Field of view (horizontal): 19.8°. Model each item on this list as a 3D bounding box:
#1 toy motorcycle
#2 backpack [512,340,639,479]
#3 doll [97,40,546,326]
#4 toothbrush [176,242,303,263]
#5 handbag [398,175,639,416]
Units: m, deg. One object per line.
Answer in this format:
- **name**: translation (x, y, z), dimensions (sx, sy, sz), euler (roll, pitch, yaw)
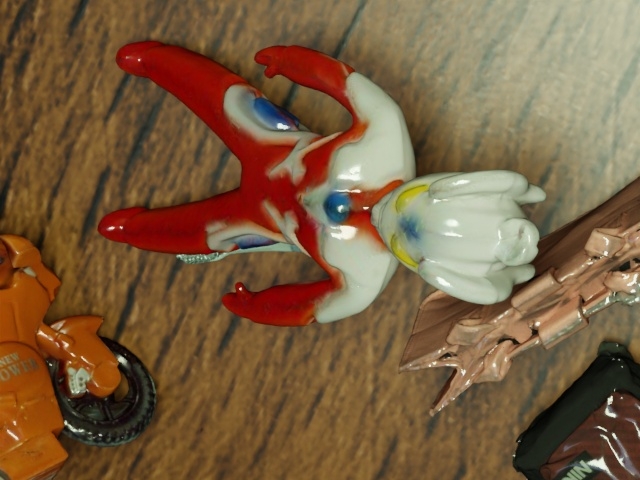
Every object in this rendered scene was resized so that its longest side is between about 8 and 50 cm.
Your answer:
- **toy motorcycle**: translation (-0.282, 0.099, 1.288), dimensions (0.221, 0.325, 0.148), euler (52, 138, 14)
- **backpack**: translation (0.222, 0.163, 1.259), dimensions (0.165, 0.106, 0.120), euler (41, 101, 7)
- **doll**: translation (-0.006, -0.032, 1.208), dimensions (0.384, 0.099, 0.188), euler (13, 102, 42)
- **toothbrush**: translation (0.000, 0.000, 1.328), dimensions (0.219, 0.019, 0.016), euler (-5, 93, 14)
- **handbag**: translation (0.157, 0.028, 1.224), dimensions (0.212, 0.157, 0.059), euler (-33, 94, 18)
